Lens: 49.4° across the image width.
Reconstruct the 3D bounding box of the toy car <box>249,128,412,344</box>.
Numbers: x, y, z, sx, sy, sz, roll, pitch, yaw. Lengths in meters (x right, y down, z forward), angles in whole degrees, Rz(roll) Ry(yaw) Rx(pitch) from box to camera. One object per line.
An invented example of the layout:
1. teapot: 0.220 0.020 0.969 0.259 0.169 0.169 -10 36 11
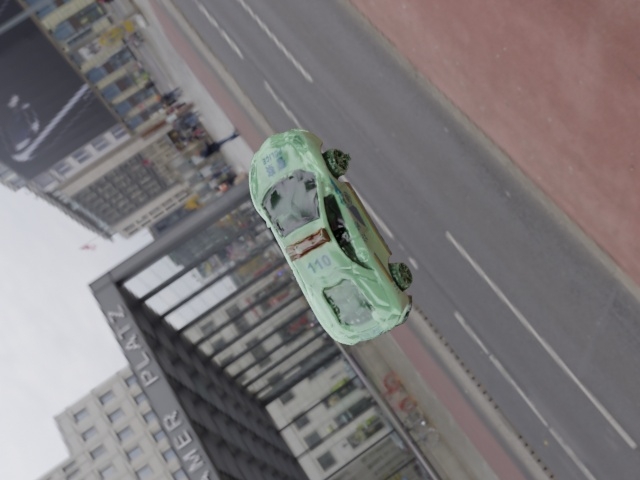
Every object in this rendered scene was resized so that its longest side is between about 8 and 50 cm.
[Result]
1. toy car: 0.000 0.000 0.562 0.186 0.093 0.058 60 -146 -3
